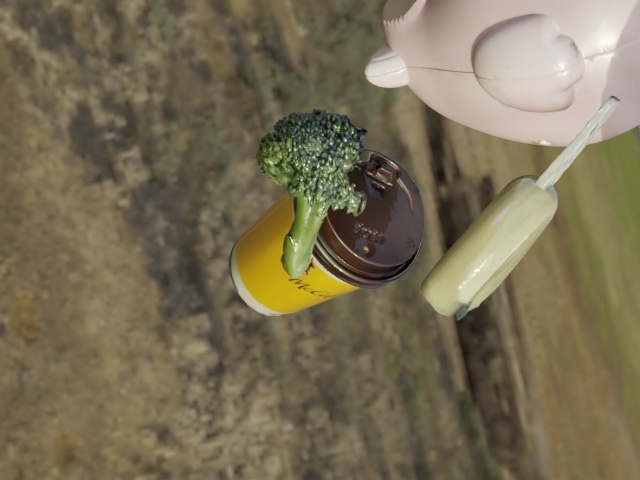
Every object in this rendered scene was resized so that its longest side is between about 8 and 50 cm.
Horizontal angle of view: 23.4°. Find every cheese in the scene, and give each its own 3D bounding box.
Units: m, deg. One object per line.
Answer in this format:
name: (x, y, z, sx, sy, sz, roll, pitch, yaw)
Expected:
cheese: (0.193, -0.035, 1.436, 0.054, 0.251, 0.127, 41, 18, 9)

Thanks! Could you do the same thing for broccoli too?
broccoli: (-0.013, -0.042, 1.633, 0.118, 0.122, 0.204, -75, 177, -53)

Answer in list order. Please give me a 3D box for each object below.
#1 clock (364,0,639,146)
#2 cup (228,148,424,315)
clock: (0.269, -0.256, 1.845, 0.368, 0.376, 0.250, -51, 126, -46)
cup: (0.000, 0.000, 2.083, 0.196, 0.279, 0.196, 15, 62, -31)
